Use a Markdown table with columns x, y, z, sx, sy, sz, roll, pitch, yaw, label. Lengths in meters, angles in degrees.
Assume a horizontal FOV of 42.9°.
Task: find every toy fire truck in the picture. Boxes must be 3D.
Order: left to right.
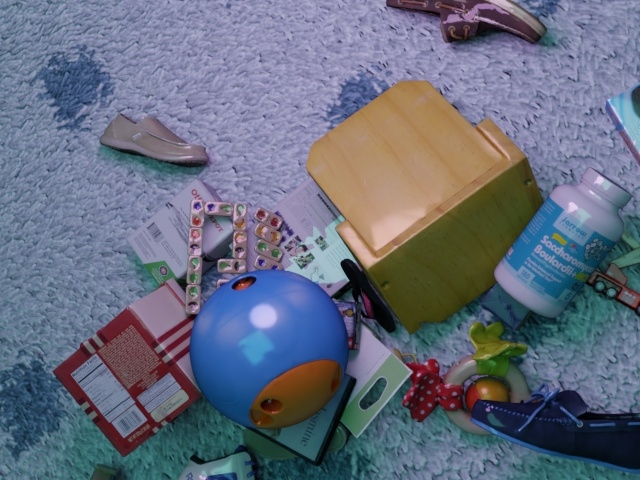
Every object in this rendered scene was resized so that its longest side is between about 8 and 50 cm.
| x | y | z | sx | sy | sz | roll | pitch | yaw | label |
| --- | --- | --- | --- | --- | --- | --- | --- | --- | --- |
| 0.568 | 0.047 | 1.526 | 0.192 | 0.047 | 0.135 | 31 | 90 | 17 | toy fire truck |

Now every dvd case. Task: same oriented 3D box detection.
| x | y | z | sx | sy | sz | roll | pitch | yaw | label |
| --- | --- | --- | --- | --- | --- | --- | --- | --- | --- |
| -0.068 | 0.309 | 1.607 | 0.253 | 0.022 | 0.180 | 19 | 82 | 33 | dvd case |

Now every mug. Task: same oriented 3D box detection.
| x | y | z | sx | sy | sz | roll | pitch | yaw | label |
| --- | --- | --- | --- | --- | --- | --- | --- | --- | --- |
| 0.145 | 0.248 | 1.615 | 0.062 | 0.078 | 0.064 | -37 | 57 | 52 | mug |

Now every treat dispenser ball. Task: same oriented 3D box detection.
| x | y | z | sx | sy | sz | roll | pitch | yaw | label |
| --- | --- | --- | --- | --- | --- | --- | --- | --- | --- |
| -0.091 | 0.195 | 1.475 | 0.288 | 0.288 | 0.288 | -2 | 81 | 15 | treat dispenser ball |

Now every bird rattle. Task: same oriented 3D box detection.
| x | y | z | sx | sy | sz | roll | pitch | yaw | label |
| --- | --- | --- | --- | --- | --- | --- | --- | --- | --- |
| 0.288 | 0.280 | 1.526 | 0.253 | 0.143 | 0.207 | -39 | 98 | 4 | bird rattle |

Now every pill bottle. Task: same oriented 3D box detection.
| x | y | z | sx | sy | sz | roll | pitch | yaw | label |
| --- | --- | --- | --- | --- | --- | --- | --- | --- | --- |
| 0.445 | 0.000 | 1.477 | 0.146 | 0.146 | 0.264 | 38 | 108 | 17 | pill bottle |

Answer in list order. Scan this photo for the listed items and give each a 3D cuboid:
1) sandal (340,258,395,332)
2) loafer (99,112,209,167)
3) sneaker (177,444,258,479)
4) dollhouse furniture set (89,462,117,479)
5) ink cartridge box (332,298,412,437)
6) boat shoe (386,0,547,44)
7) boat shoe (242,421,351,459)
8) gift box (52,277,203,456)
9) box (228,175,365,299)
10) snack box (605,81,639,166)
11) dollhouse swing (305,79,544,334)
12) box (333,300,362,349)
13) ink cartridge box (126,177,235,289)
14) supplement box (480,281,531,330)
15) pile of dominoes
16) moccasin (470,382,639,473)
| x | y | z | sx | sy | sz | roll | pitch | yaw | label |
| --- | --- | --- | --- | --- | --- | --- | --- | --- | --- |
| 0.085 | 0.116 | 1.612 | 0.040 | 0.067 | 0.179 | -41 | 107 | -22 | sandal |
| -0.366 | -0.225 | 1.799 | 0.269 | 0.102 | 0.092 | 14 | 92 | 18 | loafer |
| -0.150 | 0.511 | 1.606 | 0.315 | 0.127 | 0.182 | 25 | 72 | 6 | sneaker |
| -0.374 | 0.657 | 1.690 | 0.303 | 0.198 | 0.286 | 22 | 112 | -12 | dollhouse furniture set |
| 0.057 | 0.250 | 1.604 | 0.235 | 0.056 | 0.171 | 41 | 94 | 32 | ink cartridge box |
| 0.286 | -0.456 | 1.653 | 0.342 | 0.123 | 0.123 | 29 | 104 | 18 | boat shoe |
| -0.045 | 0.390 | 1.635 | 0.228 | 0.069 | 0.081 | -7 | 95 | 23 | boat shoe |
| -0.332 | 0.264 | 1.633 | 0.255 | 0.258 | 0.276 | -34 | 93 | 15 | gift box |
| 0.000 | 0.000 | 1.688 | 0.322 | 0.058 | 0.232 | -40 | 74 | 8 | box |
| 0.695 | -0.167 | 1.515 | 0.187 | 0.060 | 0.322 | -28 | 75 | 10 | snack box |
| 0.194 | -0.077 | 1.586 | 0.347 | 0.315 | 0.305 | -37 | 42 | -2 | dollhouse swing |
| 0.013 | 0.164 | 1.602 | 0.137 | 0.027 | 0.094 | 0 | 84 | 29 | box |
| -0.285 | -0.008 | 1.751 | 0.208 | 0.087 | 0.153 | -39 | 73 | 8 | ink cartridge box |
| 0.358 | 0.124 | 1.551 | 0.083 | 0.083 | 0.056 | 40 | 100 | 17 | supplement box |
| -0.168 | 0.042 | 1.636 | 0.196 | 0.040 | 0.251 | 3 | 81 | -11 | pile of dominoes |
| 0.432 | 0.317 | 1.455 | 0.342 | 0.138 | 0.116 | 15 | 93 | -14 | moccasin |
